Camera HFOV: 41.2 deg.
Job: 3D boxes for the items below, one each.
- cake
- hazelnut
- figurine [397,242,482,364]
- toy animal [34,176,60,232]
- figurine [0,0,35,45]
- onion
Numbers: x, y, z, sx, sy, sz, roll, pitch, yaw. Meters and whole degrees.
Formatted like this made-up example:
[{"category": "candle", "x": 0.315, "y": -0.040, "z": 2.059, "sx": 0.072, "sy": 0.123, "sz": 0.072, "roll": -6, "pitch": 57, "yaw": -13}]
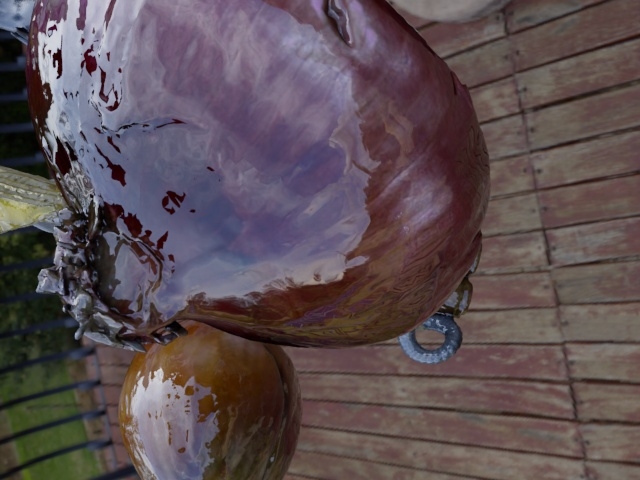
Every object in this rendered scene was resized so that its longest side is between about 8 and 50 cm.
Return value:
[{"category": "cake", "x": -0.355, "y": -0.025, "z": 0.969, "sx": 0.185, "sy": 0.080, "sz": 0.116, "roll": 17, "pitch": 122, "yaw": 10}, {"category": "hazelnut", "x": -0.184, "y": 0.300, "z": 1.452, "sx": 0.315, "sy": 0.372, "sz": 0.372, "roll": -17, "pitch": 84, "yaw": 21}, {"category": "figurine", "x": 0.001, "y": -0.003, "z": 1.075, "sx": 0.186, "sy": 0.382, "sz": 0.261, "roll": 135, "pitch": 148, "yaw": -74}, {"category": "toy animal", "x": -0.421, "y": -0.060, "z": 1.126, "sx": 0.182, "sy": 0.127, "sz": 0.131, "roll": -2, "pitch": 105, "yaw": 26}, {"category": "figurine", "x": -0.581, "y": -0.477, "z": 1.751, "sx": 0.197, "sy": 0.265, "sz": 0.175, "roll": -113, "pitch": 45, "yaw": -75}, {"category": "onion", "x": -0.068, "y": -0.038, "z": 0.569, "sx": 0.348, "sy": 0.285, "sz": 0.347, "roll": 32, "pitch": 155, "yaw": 17}]
